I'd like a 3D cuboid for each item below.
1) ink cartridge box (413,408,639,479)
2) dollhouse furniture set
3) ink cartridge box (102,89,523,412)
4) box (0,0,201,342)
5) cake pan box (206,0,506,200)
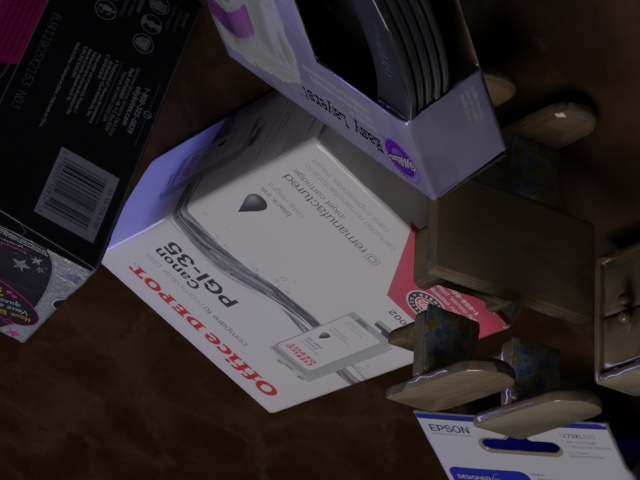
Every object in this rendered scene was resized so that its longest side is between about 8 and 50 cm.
[{"bbox_3d":[0.226,0.250,1.684,0.176,0.069,0.371,0,137,33],"label":"ink cartridge box"},{"bbox_3d":[0.181,0.013,1.323,0.242,0.212,0.161,19,153,-33],"label":"dollhouse furniture set"},{"bbox_3d":[0.000,0.000,1.489,0.207,0.117,0.283,43,141,-19],"label":"ink cartridge box"},{"bbox_3d":[-0.211,-0.081,1.406,0.163,0.247,0.142,29,145,-16],"label":"box"},{"bbox_3d":[-0.005,-0.174,1.234,0.267,0.070,0.246,39,160,45],"label":"cake pan box"}]
